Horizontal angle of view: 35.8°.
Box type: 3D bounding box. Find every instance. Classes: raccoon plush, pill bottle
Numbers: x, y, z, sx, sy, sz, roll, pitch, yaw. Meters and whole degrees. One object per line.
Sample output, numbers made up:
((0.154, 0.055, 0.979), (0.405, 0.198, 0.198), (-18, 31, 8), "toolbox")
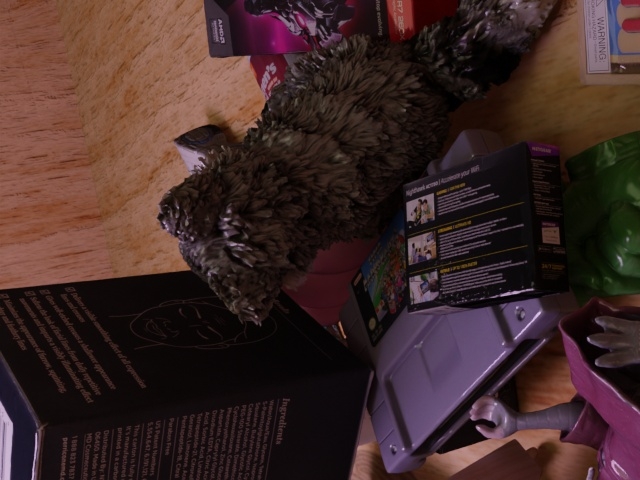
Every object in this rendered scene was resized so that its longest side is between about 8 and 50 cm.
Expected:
((0.013, -0.119, 1.014), (0.216, 0.299, 0.446), (39, 127, 6), "raccoon plush")
((-0.033, -0.247, 1.431), (0.221, 0.121, 0.121), (64, 151, 27), "pill bottle")

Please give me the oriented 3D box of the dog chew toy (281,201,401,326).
((0.000, 0.000, 1.393), (0.331, 0.207, 0.206), (96, 150, -48), "dog chew toy")

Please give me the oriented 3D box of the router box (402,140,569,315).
((0.148, -0.006, 0.922), (0.179, 0.046, 0.133), (-17, 71, 56), "router box")

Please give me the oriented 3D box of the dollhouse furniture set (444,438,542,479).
((0.240, 0.386, 1.035), (0.303, 0.286, 0.198), (51, 132, 23), "dollhouse furniture set")

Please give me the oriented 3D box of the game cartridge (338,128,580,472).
((0.124, 0.074, 1.074), (0.355, 0.068, 0.230), (-59, 44, 47), "game cartridge")

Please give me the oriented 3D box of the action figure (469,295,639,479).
((0.305, 0.181, 0.892), (0.370, 0.276, 0.248), (80, 169, -56), "action figure")

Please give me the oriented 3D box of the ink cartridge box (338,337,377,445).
((0.011, 0.230, 1.443), (0.093, 0.212, 0.154), (141, 115, -64), "ink cartridge box")

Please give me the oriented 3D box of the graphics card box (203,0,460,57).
((-0.002, -0.349, 1.227), (0.371, 0.094, 0.232), (9, 110, 44), "graphics card box")

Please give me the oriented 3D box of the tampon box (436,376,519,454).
((0.150, 0.187, 1.239), (0.161, 0.120, 0.101), (5, 105, 63), "tampon box")

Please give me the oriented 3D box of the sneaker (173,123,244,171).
((-0.172, -0.119, 1.832), (0.297, 0.111, 0.129), (44, 154, 56), "sneaker")

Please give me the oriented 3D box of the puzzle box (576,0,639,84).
((0.303, -0.324, 0.775), (0.272, 0.052, 0.408), (15, 114, 62), "puzzle box")

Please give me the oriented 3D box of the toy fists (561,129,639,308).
((0.251, 0.000, 0.978), (0.279, 0.096, 0.142), (-33, 72, 62), "toy fists")

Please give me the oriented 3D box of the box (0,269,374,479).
((-0.192, 0.194, 1.175), (0.293, 0.396, 0.212), (38, 125, 49), "box")

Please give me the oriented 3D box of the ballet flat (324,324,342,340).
((0.003, 0.160, 1.623), (0.070, 0.070, 0.188), (-34, 69, 63), "ballet flat")
